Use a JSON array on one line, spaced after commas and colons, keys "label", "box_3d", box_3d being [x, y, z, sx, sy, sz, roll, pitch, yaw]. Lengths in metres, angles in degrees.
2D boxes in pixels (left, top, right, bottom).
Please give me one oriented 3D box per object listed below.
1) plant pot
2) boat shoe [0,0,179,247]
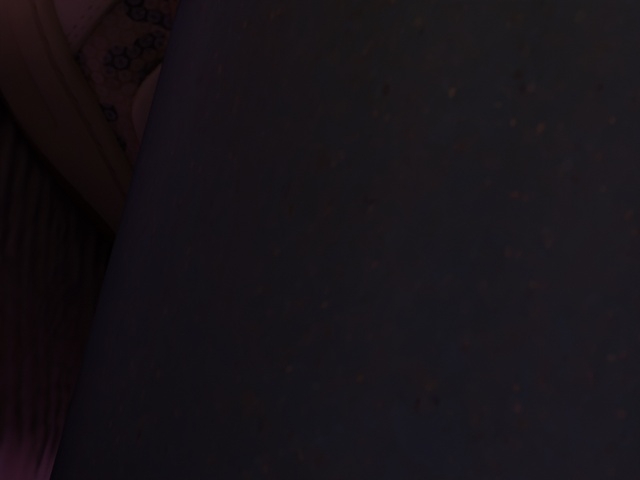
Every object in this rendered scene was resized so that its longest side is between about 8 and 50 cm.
[{"label": "plant pot", "box_3d": [0.085, 0.047, 0.436, 0.341, 0.341, 0.334, 9, 91, -57]}, {"label": "boat shoe", "box_3d": [0.000, 0.000, 0.599, 0.285, 0.089, 0.104, 55, 44, -39]}]
